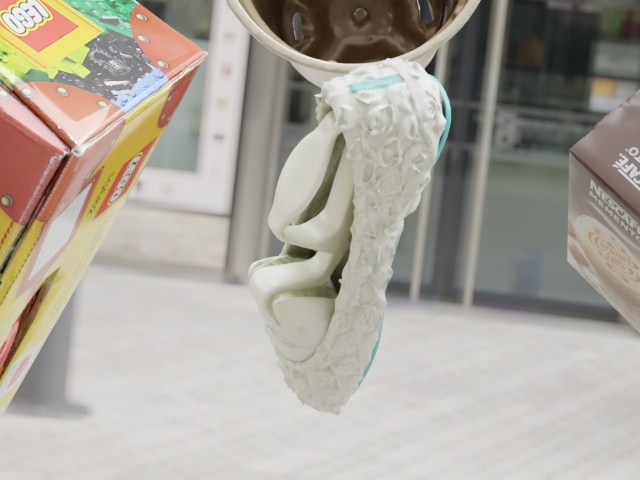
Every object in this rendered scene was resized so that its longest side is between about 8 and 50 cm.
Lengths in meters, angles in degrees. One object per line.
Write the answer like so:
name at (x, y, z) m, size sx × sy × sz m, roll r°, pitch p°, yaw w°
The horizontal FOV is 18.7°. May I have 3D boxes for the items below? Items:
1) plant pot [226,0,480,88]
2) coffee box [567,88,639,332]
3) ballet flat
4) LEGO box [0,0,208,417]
plant pot at (0.044, -0.322, 2.410) m, size 0.333 × 0.334 × 0.305 m, roll 7°, pitch -12°, yaw 4°
coffee box at (0.314, -0.016, 1.852) m, size 0.141 × 0.098 × 0.246 m, roll 46°, pitch -13°, yaw 24°
ballet flat at (0.000, 0.000, 1.838) m, size 0.147 × 0.409 × 0.147 m, roll 12°, pitch 35°, yaw -8°
LEGO box at (-0.366, -0.017, 1.333) m, size 0.372 × 0.500 × 0.193 m, roll 36°, pitch 32°, yaw 4°
